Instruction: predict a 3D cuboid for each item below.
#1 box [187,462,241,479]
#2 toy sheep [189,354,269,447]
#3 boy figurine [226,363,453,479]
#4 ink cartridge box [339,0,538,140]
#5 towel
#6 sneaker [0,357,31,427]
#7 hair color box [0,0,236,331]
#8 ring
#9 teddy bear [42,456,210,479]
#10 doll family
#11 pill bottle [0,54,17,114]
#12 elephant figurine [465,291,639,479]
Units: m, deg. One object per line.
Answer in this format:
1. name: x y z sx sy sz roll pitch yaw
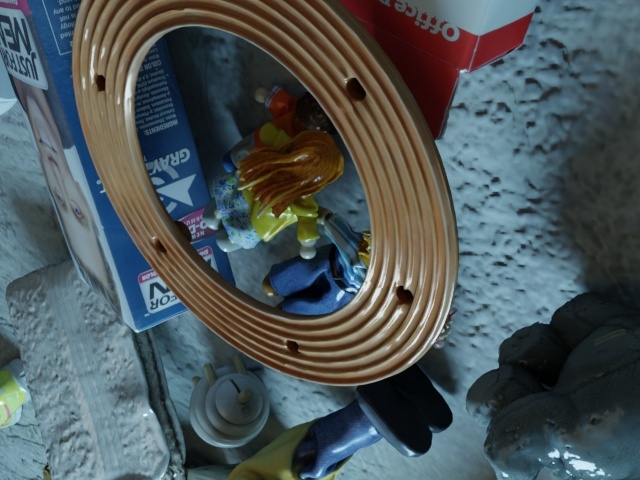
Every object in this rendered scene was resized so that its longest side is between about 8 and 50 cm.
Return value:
1. box: -0.083 0.383 1.004 0.113 0.094 0.275 1 85 43
2. toy sheep: -0.094 0.169 0.976 0.091 0.091 0.132 49 156 6
3. boy figurine: -0.020 0.216 0.853 0.285 0.177 0.092 -44 81 27
4. ink cartridge box: 0.064 -0.190 0.536 0.134 0.078 0.231 33 129 22
5. towel: -0.257 0.155 1.059 0.187 0.049 0.282 -21 84 30
6. sneaker: -0.477 0.235 1.354 0.081 0.094 0.208 50 139 2
7. hair color box: -0.194 -0.111 0.832 0.174 0.105 0.347 26 135 57
8. ring: -0.046 -0.046 0.649 0.336 0.032 0.337 26 135 30
9. teddy bear: -0.181 0.346 1.171 0.338 0.113 0.245 23 137 20
10. doll family: 0.000 0.000 0.755 0.163 0.118 0.263 -29 95 48
11. pill bottle: -0.382 -0.179 0.979 0.216 0.121 0.121 1 116 42
12. elephant figurine: 0.228 0.163 0.658 0.169 0.186 0.239 -37 103 6
